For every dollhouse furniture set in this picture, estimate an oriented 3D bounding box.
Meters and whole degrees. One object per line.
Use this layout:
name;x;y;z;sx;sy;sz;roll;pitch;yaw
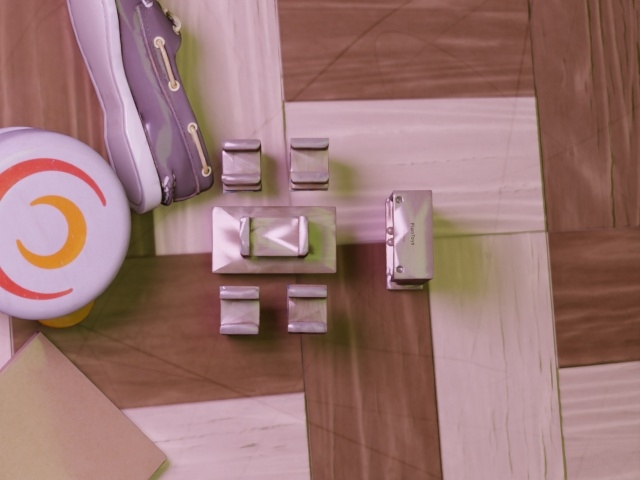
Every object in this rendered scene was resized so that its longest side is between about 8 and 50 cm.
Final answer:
dollhouse furniture set;0.000;0.000;1.968;0.242;0.161;0.212;0;86;-1

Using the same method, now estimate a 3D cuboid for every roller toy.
roller toy;-0.301;-0.020;1.812;0.209;0.146;0.191;24;87;-26

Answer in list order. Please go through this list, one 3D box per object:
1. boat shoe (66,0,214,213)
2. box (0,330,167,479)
boat shoe;-0.196;-0.196;1.887;0.096;0.116;0.324;-17;97;-24
box;-0.286;0.224;1.869;0.201;0.021;0.164;47;71;-13
